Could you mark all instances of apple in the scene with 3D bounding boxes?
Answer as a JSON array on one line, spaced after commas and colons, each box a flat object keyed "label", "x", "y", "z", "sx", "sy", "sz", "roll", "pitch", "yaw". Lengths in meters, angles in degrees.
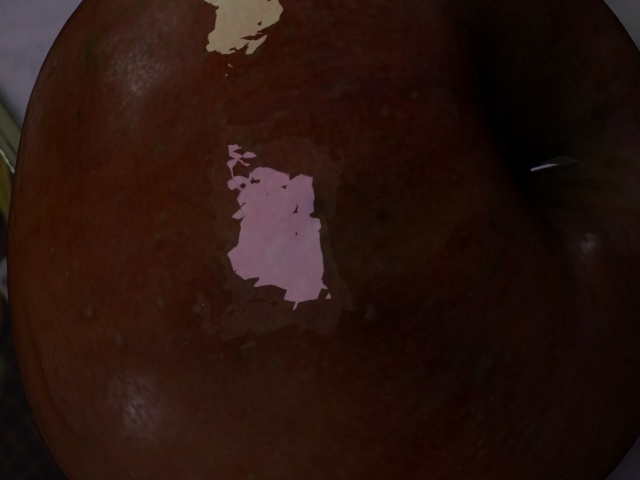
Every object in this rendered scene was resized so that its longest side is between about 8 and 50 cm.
[{"label": "apple", "x": 0.000, "y": 0.000, "z": 0.703, "sx": 0.254, "sy": 0.253, "sz": 0.253, "roll": -4, "pitch": 82, "yaw": 33}]

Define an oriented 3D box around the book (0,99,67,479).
[{"label": "book", "x": -0.224, "y": 0.168, "z": 0.945, "sx": 0.428, "sy": 0.039, "sz": 0.300, "roll": -48, "pitch": 62, "yaw": 19}]
